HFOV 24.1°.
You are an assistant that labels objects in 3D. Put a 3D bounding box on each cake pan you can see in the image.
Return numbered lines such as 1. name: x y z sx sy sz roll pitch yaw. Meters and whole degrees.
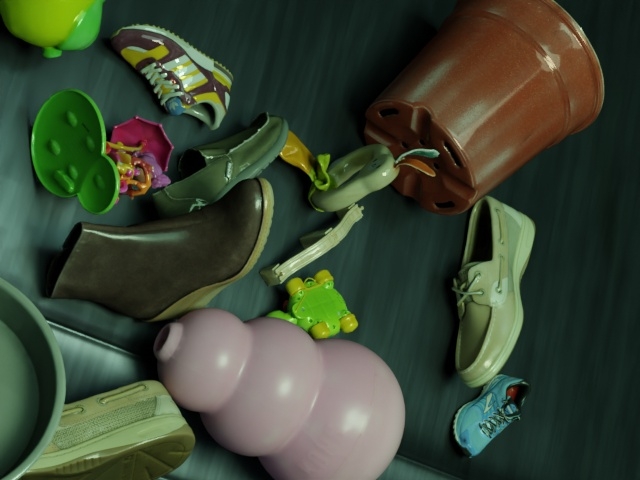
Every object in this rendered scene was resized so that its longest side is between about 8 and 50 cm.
1. cake pan: -0.422 0.156 1.602 0.293 0.054 0.293 9 58 -15

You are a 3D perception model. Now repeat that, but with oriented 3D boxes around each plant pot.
1. plant pot: 0.218 -0.191 2.147 0.265 0.272 0.272 -42 108 -28

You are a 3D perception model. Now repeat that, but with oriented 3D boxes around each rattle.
1. rattle: 0.047 -0.125 2.015 0.130 0.199 0.143 -32 101 -39

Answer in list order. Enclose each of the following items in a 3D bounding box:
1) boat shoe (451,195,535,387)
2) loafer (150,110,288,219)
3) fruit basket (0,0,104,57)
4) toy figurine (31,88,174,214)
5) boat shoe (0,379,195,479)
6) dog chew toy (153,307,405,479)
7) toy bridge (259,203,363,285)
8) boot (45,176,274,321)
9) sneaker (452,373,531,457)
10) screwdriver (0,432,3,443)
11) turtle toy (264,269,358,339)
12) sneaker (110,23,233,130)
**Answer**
1. boat shoe: 0.237 0.072 2.197 0.098 0.109 0.302 32 57 -24
2. loafer: -0.129 -0.098 1.933 0.087 0.094 0.251 46 49 -8
3. fruit basket: -0.335 -0.418 1.744 0.392 0.283 0.392 16 56 -26
4. toy figurine: -0.240 -0.100 1.825 0.159 0.130 0.173 1 41 -50
5. boat shoe: -0.317 0.243 1.717 0.341 0.122 0.110 -10 53 -32
6. dog chew toy: -0.058 0.190 1.876 0.331 0.206 0.207 28 64 -24
7. toy bridge: 0.000 0.000 2.041 0.188 0.063 0.026 -39 106 -37
8. boot: -0.190 0.005 1.782 0.206 0.248 0.090 12 40 -35
9. sneaker: 0.253 0.251 2.191 0.063 0.073 0.162 53 54 -18
10. screwdriver: -0.362 0.163 1.695 0.024 0.025 0.170 6 49 -18
11. turtle toy: -0.019 0.100 2.003 0.130 0.066 0.095 -15 68 -37
12. sneaker: -0.191 -0.209 1.923 0.185 0.069 0.084 24 62 -32
